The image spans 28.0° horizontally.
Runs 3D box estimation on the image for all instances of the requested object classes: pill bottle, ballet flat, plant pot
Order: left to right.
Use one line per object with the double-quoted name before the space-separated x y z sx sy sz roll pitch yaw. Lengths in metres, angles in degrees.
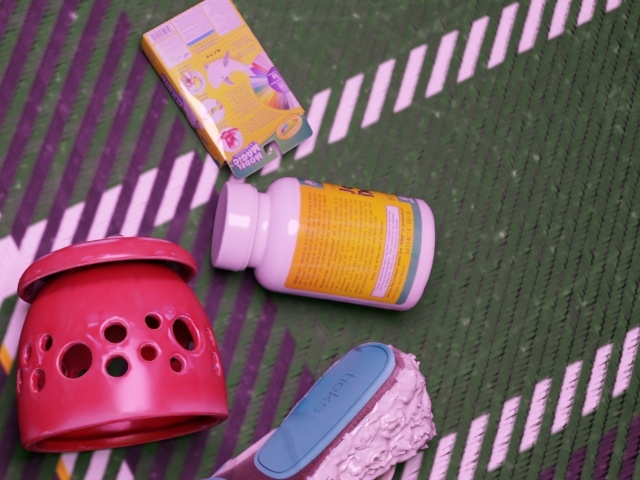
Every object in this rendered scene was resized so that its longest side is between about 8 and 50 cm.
"plant pot" -0.191 0.098 1.195 0.191 0.191 0.174 -7 73 -15
"ballet flat" -0.040 0.266 1.234 0.409 0.147 0.147 -38 91 -17
"pill bottle" 0.000 0.000 1.292 0.208 0.117 0.117 9 78 -12

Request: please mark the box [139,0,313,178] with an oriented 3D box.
"box" -0.096 -0.158 1.335 0.105 0.043 0.179 -32 87 -18
